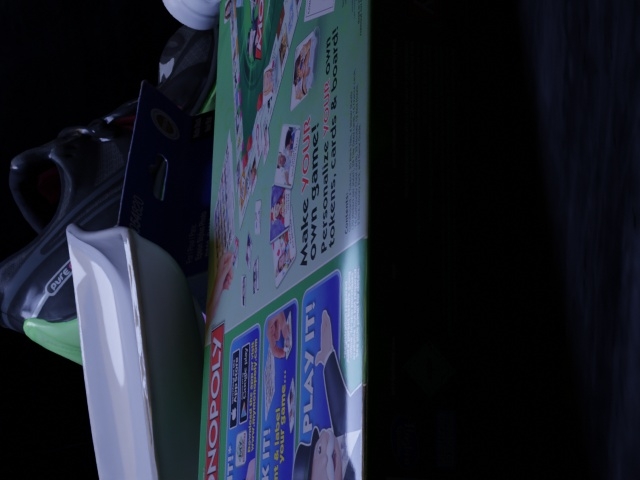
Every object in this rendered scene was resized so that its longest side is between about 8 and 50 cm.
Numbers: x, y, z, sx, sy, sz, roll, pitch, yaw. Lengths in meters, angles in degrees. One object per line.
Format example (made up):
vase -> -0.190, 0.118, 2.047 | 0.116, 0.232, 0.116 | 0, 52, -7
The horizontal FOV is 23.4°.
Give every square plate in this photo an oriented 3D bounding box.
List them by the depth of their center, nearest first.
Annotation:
square plate -> -0.095, 0.158, 0.930 | 0.347, 0.049, 0.344 | -176, 77, -76

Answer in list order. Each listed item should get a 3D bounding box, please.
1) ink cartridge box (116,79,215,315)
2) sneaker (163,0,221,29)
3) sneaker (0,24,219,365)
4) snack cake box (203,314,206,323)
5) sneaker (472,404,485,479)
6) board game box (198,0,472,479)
ink cartridge box -> -0.048, -0.004, 1.132 | 0.224, 0.045, 0.223 | 43, -156, -27
sneaker -> -0.049, -0.352, 1.493 | 0.169, 0.108, 0.292 | -36, 32, 51
sneaker -> -0.181, -0.075, 1.453 | 0.483, 0.202, 0.185 | -73, -6, -53
snack cake box -> -0.034, 0.133, 1.152 | 0.152, 0.089, 0.264 | 38, -153, -41
sneaker -> 0.040, 0.179, 0.733 | 0.130, 0.087, 0.227 | -87, -1, -66
board game box -> 0.000, 0.000, 0.671 | 0.213, 0.046, 0.317 | 143, 131, -65
